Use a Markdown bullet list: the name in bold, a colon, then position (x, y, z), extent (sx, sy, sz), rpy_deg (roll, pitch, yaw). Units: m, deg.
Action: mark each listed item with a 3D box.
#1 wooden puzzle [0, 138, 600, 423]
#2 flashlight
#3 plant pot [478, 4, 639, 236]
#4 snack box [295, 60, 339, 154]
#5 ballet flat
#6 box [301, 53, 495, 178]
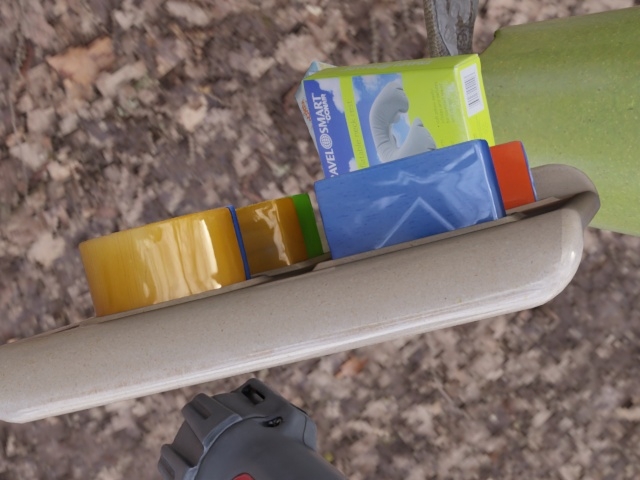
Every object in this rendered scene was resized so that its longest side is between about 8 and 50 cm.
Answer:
- **wooden puzzle**: position (0.000, 0.000, 0.801), extent (0.322, 0.348, 0.080), rpy_deg (-14, 95, 14)
- **flashlight**: position (-0.008, 0.165, 0.672), extent (0.103, 0.304, 0.103), rpy_deg (-12, 105, -22)
- **plant pot**: position (0.284, -0.113, 1.241), extent (0.276, 0.254, 0.276), rpy_deg (-14, 106, -57)
- **snack box**: position (0.142, -0.105, 1.572), extent (0.322, 0.187, 0.060), rpy_deg (12, 124, -25)
- **ballet flat**: position (0.141, -0.228, 1.468), extent (0.084, 0.058, 0.249), rpy_deg (-43, 137, -28)
- **box**: position (0.058, -0.093, 1.101), extent (0.042, 0.178, 0.109), rpy_deg (-30, 113, -45)
